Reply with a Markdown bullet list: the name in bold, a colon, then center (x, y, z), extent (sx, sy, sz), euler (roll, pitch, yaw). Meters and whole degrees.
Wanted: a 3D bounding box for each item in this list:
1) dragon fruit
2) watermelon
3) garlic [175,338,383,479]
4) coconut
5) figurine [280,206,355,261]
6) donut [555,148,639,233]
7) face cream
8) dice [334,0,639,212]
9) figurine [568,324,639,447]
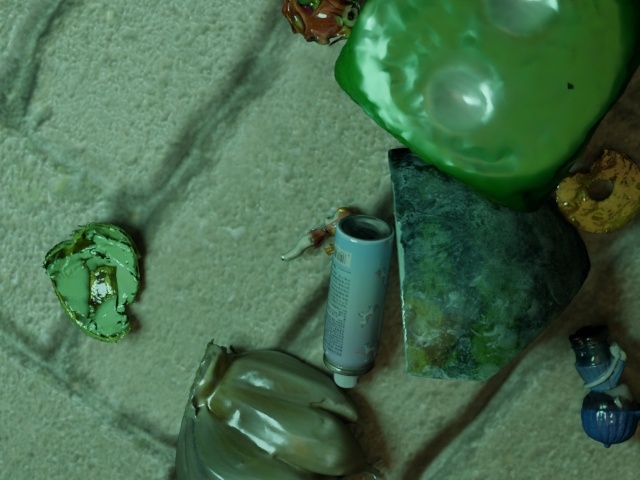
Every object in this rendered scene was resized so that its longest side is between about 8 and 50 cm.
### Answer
- **dragon fruit**: center (0.004, -0.276, 1.654), extent (0.081, 0.116, 0.086), euler (-47, 113, -15)
- **watermelon**: center (0.194, 0.032, 1.713), extent (0.289, 0.214, 0.320), euler (-6, 63, -22)
- **garlic**: center (-0.072, 0.272, 1.812), extent (0.292, 0.210, 0.237), euler (41, 73, 1)
- **coconut**: center (-0.295, 0.045, 1.808), extent (0.133, 0.055, 0.158), euler (20, 105, 4)
- **figurine**: center (0.000, 0.000, 1.752), extent (0.109, 0.064, 0.047), euler (-31, 83, 0)
- **donut**: center (0.344, -0.060, 1.693), extent (0.108, 0.043, 0.097), euler (-27, 99, 13)
- **face cream**: center (0.044, 0.083, 1.743), extent (0.075, 0.075, 0.229), euler (10, 120, 6)
- **dice**: center (0.204, -0.225, 1.539), extent (0.287, 0.297, 0.300), euler (32, 108, 1)
- **figurine**: center (0.360, 0.184, 1.741), extent (0.086, 0.087, 0.149), euler (-9, 106, 49)
